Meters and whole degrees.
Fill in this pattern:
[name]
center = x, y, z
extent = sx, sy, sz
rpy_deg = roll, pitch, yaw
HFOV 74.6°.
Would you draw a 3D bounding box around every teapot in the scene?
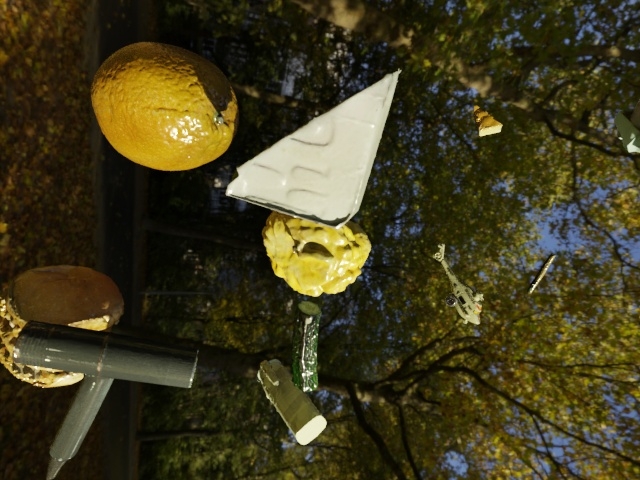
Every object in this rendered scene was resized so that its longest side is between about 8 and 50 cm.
[teapot]
center = -0.079, 0.354, 0.961
extent = 0.200, 0.077, 0.107
rpy_deg = 38, -18, 45

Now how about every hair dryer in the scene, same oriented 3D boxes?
[hair dryer]
center = -0.241, 0.189, 0.465
extent = 0.050, 0.173, 0.194
rpy_deg = -114, -141, -69

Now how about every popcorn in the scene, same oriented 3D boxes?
[popcorn]
center = 0.000, 0.000, 1.384
extent = 0.349, 0.382, 0.348
rpy_deg = 18, -58, 31

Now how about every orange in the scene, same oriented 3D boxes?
[orange]
center = -0.382, -0.330, 1.064
extent = 0.357, 0.322, 0.321
rpy_deg = 20, -69, 28

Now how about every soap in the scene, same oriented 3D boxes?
[soap]
center = -0.022, -0.187, 0.773
extent = 0.159, 0.258, 0.302
rpy_deg = -55, 163, -73

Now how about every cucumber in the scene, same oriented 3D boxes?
[cucumber]
center = -0.029, 0.209, 0.826
extent = 0.058, 0.058, 0.187
rpy_deg = -127, -144, -63

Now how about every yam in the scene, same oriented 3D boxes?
[yam]
center = 0.488, 0.073, 0.929
extent = 0.014, 0.014, 0.107
rpy_deg = -116, -139, -56

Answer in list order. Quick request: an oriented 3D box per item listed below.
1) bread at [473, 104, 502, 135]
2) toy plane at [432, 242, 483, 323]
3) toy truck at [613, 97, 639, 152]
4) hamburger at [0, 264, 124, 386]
[bread]
center = 0.605, -0.442, 1.529
extent = 0.084, 0.080, 0.109
rpy_deg = 24, 55, -68
[toy plane]
center = 0.451, 0.145, 1.385
extent = 0.108, 0.092, 0.286
rpy_deg = -37, -104, 32
[toy truck]
center = 0.435, -0.182, 0.441
extent = 0.256, 0.108, 0.140
rpy_deg = 95, -18, -49
[hamburger]
center = -0.596, 0.189, 0.949
extent = 0.211, 0.245, 0.260
rpy_deg = -56, -156, 32
